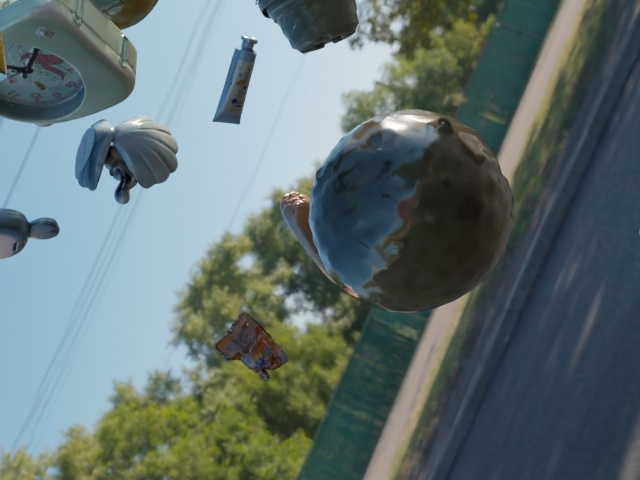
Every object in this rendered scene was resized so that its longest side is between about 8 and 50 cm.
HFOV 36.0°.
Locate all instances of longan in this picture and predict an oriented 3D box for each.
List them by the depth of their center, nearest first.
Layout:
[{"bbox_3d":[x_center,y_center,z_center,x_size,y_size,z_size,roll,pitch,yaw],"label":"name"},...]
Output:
[{"bbox_3d":[0.172,-0.059,1.857,0.391,0.391,0.391,23,-90,-85],"label":"longan"}]

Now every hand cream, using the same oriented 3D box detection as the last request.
[{"bbox_3d":[-0.155,-0.300,1.848,0.065,0.043,0.171,2,-67,-39],"label":"hand cream"}]

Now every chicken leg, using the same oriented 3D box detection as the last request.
[{"bbox_3d":[-0.555,-0.529,2.293,0.153,0.429,0.201,57,-172,-44],"label":"chicken leg"}]

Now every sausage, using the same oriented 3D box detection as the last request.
[{"bbox_3d":[0.001,0.001,2.316,0.289,0.086,0.086,56,-136,-33],"label":"sausage"}]

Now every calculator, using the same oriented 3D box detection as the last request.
[{"bbox_3d":[-0.558,-0.004,1.524,0.188,0.302,0.042,135,128,-64],"label":"calculator"}]

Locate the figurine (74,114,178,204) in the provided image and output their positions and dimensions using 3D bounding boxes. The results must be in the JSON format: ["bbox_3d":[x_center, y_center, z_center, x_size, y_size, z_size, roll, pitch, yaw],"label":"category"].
[{"bbox_3d":[-0.189,-0.079,0.968,0.082,0.086,0.094,-36,48,45],"label":"figurine"}]

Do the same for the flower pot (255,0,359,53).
[{"bbox_3d":[-0.009,-0.481,2.071,0.235,0.235,0.140,-31,-78,-82],"label":"flower pot"}]

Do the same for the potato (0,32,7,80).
[{"bbox_3d":[-0.408,-0.238,0.993,0.203,0.178,0.158,168,102,-80],"label":"potato"}]

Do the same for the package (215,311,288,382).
[{"bbox_3d":[-0.111,0.179,1.610,0.077,0.110,0.033,-48,1,12],"label":"package"}]

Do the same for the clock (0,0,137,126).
[{"bbox_3d":[-0.512,-0.316,1.730,0.265,0.324,0.108,44,-142,-52],"label":"clock"}]
